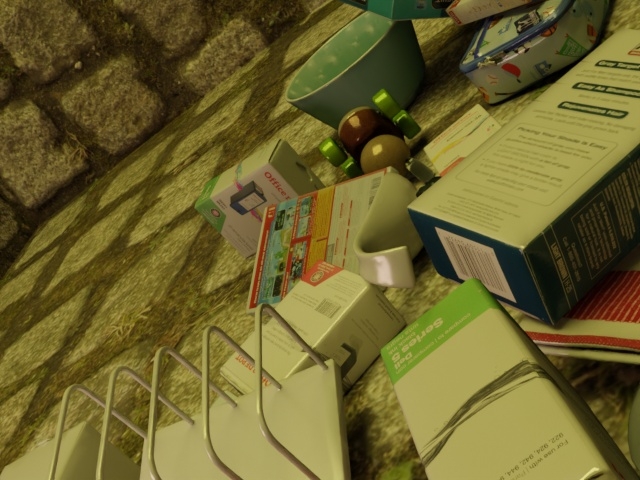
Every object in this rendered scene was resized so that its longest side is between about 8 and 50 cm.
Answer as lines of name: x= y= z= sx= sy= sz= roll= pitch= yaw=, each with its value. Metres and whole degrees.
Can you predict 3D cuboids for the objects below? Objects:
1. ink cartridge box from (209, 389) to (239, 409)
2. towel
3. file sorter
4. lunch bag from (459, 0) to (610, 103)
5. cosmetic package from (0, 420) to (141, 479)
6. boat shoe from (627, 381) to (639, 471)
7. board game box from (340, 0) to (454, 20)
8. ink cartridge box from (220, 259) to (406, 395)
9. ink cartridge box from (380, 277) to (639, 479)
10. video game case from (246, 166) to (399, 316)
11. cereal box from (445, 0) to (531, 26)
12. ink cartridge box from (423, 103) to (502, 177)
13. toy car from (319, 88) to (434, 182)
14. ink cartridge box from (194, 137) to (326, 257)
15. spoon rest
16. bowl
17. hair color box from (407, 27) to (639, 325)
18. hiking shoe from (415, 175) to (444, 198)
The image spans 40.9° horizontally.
ink cartridge box: x=-0.119 y=0.355 z=0.971 sx=0.308 sy=0.091 sz=0.385 roll=-48 pitch=22 yaw=-14
towel: x=0.351 y=0.000 z=0.821 sx=0.329 sy=0.037 sz=0.237 roll=-41 pitch=18 yaw=-27
file sorter: x=-0.131 y=0.218 z=0.944 sx=0.278 sy=0.173 sz=0.192 roll=-24 pitch=40 yaw=17
lunch bag: x=0.363 y=-0.372 z=1.467 sx=0.243 sy=0.115 sz=0.303 roll=-22 pitch=28 yaw=45
cosmetic package: x=-0.390 y=0.451 z=1.162 sx=0.197 sy=0.155 sz=0.365 roll=-31 pitch=24 yaw=27
boat shoe: x=0.297 y=0.158 z=0.649 sx=0.228 sy=0.076 sz=0.080 roll=-40 pitch=-33 yaw=-84
board game box: x=0.198 y=-0.498 z=1.666 sx=0.336 sy=0.079 sz=0.254 roll=-12 pitch=31 yaw=-31
ink cartridge box: x=-0.014 y=0.145 z=1.166 sx=0.218 sy=0.092 sz=0.159 roll=-46 pitch=26 yaw=-12
ink cartridge box: x=0.169 y=0.180 z=0.660 sx=0.115 sy=0.198 sz=0.273 roll=-39 pitch=22 yaw=9
video game case: x=-0.001 y=0.007 z=1.375 sx=0.285 sy=0.025 sz=0.204 roll=-15 pitch=56 yaw=41
cereal box: x=0.332 y=-0.454 z=1.459 sx=0.173 sy=0.047 sz=0.240 roll=-47 pitch=18 yaw=-11
ink cartridge box: x=0.230 y=-0.135 z=1.310 sx=0.115 sy=0.067 sz=0.198 roll=-39 pitch=22 yaw=11
toy car: x=0.117 y=-0.136 z=1.479 sx=0.155 sy=0.149 sz=0.188 roll=-42 pitch=50 yaw=12
ink cartridge box: x=-0.113 y=-0.080 z=1.667 sx=0.212 sy=0.154 sz=0.093 roll=-27 pitch=27 yaw=33
spoon rest: x=0.097 y=-0.008 z=1.174 sx=0.084 sy=0.137 sz=0.276 roll=-9 pitch=17 yaw=13
bowl: x=0.094 y=-0.337 z=1.782 sx=0.312 sy=0.163 sz=0.311 roll=-35 pitch=24 yaw=18
hair color box: x=0.279 y=-0.080 z=0.886 sx=0.347 sy=0.105 sz=0.174 roll=-40 pitch=33 yaw=-16
hiking shoe: x=0.256 y=-0.052 z=1.087 sx=0.132 sy=0.113 sz=0.304 roll=-44 pitch=31 yaw=-25
